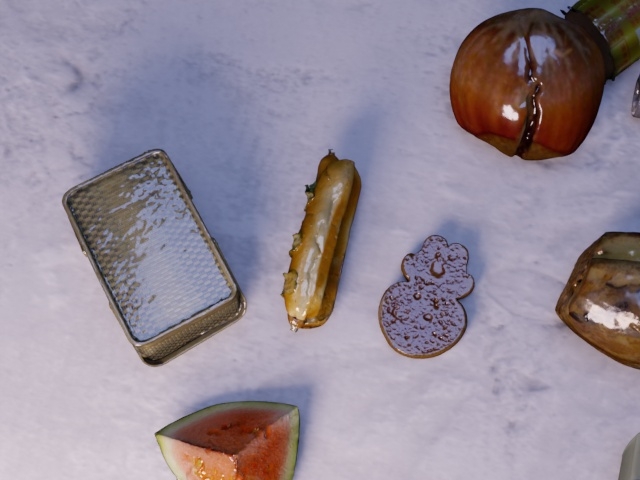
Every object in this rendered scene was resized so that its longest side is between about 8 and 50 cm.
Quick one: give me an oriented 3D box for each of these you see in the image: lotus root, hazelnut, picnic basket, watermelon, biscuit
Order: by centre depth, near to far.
[{"bbox_3d":[-0.111,0.307,1.803,0.193,0.137,0.145,-11,110,-2],"label":"watermelon"},{"bbox_3d":[0.469,0.092,1.809,0.291,0.193,0.193,19,76,6],"label":"lotus root"},{"bbox_3d":[-0.224,0.021,1.852,0.165,0.139,0.267,-27,76,-6],"label":"picnic basket"},{"bbox_3d":[0.285,-0.215,1.889,0.212,0.181,0.181,8,74,2],"label":"hazelnut"},{"bbox_3d":[0.151,0.081,1.891,0.124,0.026,0.175,22,77,5],"label":"biscuit"}]

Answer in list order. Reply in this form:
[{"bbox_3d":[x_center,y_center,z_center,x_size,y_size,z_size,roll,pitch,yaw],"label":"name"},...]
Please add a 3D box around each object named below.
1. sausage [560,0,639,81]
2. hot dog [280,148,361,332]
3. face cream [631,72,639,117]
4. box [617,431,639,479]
[{"bbox_3d":[0.495,-0.367,1.963,0.317,0.117,0.125,-37,93,-11],"label":"sausage"},{"bbox_3d":[0.000,0.000,1.872,0.072,0.109,0.269,9,71,12],"label":"hot dog"},{"bbox_3d":[0.585,-0.183,1.933,0.283,0.073,0.073,12,75,3],"label":"face cream"},{"bbox_3d":[0.482,0.337,1.762,0.210,0.148,0.129,12,64,4],"label":"box"}]
